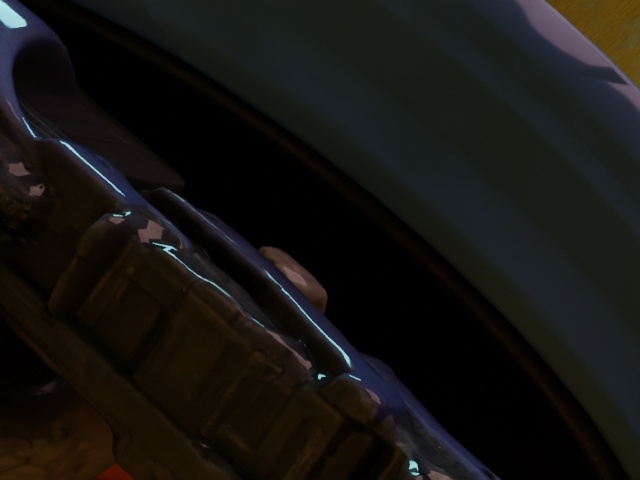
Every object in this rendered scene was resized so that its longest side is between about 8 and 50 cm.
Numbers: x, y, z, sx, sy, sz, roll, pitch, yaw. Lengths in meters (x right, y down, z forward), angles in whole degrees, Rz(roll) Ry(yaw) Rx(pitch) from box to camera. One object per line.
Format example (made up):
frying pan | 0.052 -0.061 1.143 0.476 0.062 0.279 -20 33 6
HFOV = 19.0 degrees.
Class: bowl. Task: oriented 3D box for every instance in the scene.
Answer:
bowl | -0.016 0.004 0.691 0.391 0.077 0.391 33 -22 15

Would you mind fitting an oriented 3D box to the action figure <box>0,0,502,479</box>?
action figure | -0.081 0.051 0.517 0.341 0.178 0.330 41 1 30
